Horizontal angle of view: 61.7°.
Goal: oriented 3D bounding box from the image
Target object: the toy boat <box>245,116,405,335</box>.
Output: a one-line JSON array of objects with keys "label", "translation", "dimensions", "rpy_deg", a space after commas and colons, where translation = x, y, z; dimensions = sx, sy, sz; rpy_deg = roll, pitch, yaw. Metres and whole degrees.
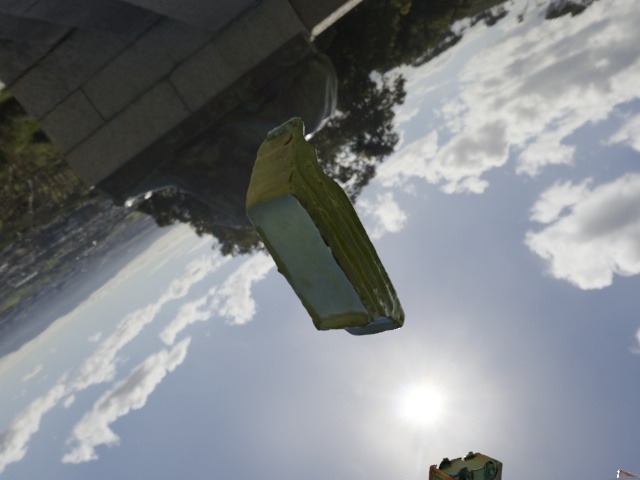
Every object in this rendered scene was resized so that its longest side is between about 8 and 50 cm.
[{"label": "toy boat", "translation": [-0.004, 0.001, 0.622], "dimensions": [0.111, 0.276, 0.084], "rpy_deg": [-18, -168, 43]}]

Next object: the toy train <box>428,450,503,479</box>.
[{"label": "toy train", "translation": [0.310, 0.509, 1.130], "dimensions": [0.188, 0.099, 0.072], "rpy_deg": [5, 177, -35]}]

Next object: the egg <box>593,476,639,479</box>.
[{"label": "egg", "translation": [0.230, 0.308, 0.304], "dimensions": [0.276, 0.276, 0.389], "rpy_deg": [-33, -174, 14]}]

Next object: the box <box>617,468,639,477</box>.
[{"label": "box", "translation": [0.517, 0.382, 0.651], "dimensions": [0.313, 0.197, 0.089], "rpy_deg": [61, 46, -76]}]
